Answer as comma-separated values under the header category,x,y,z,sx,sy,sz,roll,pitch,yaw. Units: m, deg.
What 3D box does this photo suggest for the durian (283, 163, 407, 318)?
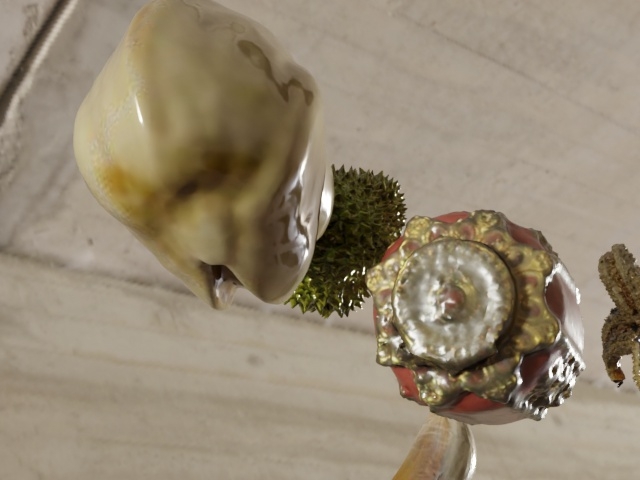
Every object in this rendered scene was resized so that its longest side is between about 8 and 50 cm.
category,x,y,z,sx,sy,sz,roll,pitch,yaw
durian,0.001,-0.002,1.571,0.176,0.200,0.237,16,-45,-33

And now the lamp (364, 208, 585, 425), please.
category,x,y,z,sx,sy,sz,roll,pitch,yaw
lamp,0.139,0.071,0.955,0.177,0.177,0.274,-32,-21,10

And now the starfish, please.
category,x,y,z,sx,sy,sz,roll,pitch,yaw
starfish,0.480,0.140,1.591,0.113,0.312,0.303,-11,-82,-7

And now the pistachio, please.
category,x,y,z,sx,sy,sz,roll,pitch,yaw
pistachio,-0.111,-0.100,1.282,0.281,0.366,0.445,-13,-4,16

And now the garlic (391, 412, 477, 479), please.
category,x,y,z,sx,sy,sz,roll,pitch,yaw
garlic,0.152,0.299,1.541,0.090,0.128,0.198,31,-102,-52
